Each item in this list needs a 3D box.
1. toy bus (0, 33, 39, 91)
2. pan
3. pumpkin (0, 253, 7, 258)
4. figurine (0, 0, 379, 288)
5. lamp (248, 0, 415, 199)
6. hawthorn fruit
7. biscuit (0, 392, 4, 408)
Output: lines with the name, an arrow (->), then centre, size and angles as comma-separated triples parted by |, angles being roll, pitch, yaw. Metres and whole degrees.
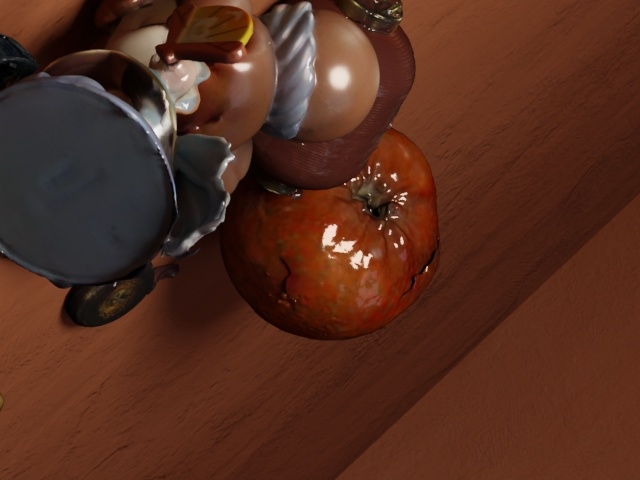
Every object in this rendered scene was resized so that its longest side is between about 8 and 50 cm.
toy bus -> -0.316, -0.106, 1.692 | 0.166, 0.047, 0.065 | -50, 158, 10
pan -> -0.215, 0.054, 2.262 | 0.115, 0.040, 0.212 | -49, 162, 21
pumpkin -> -0.213, -0.038, 1.986 | 0.217, 0.110, 0.217 | -47, 162, -20
figurine -> -0.129, -0.108, 1.717 | 0.276, 0.248, 0.388 | -24, -161, 25
lamp -> 0.000, -0.169, 2.100 | 0.180, 0.180, 0.258 | -18, 144, -56
hawthorn fruit -> 0.000, 0.000, 2.324 | 0.276, 0.276, 0.307 | -37, 173, -29
biscuit -> -0.461, 0.304, 2.060 | 0.376, 0.051, 0.269 | -49, -178, -1
